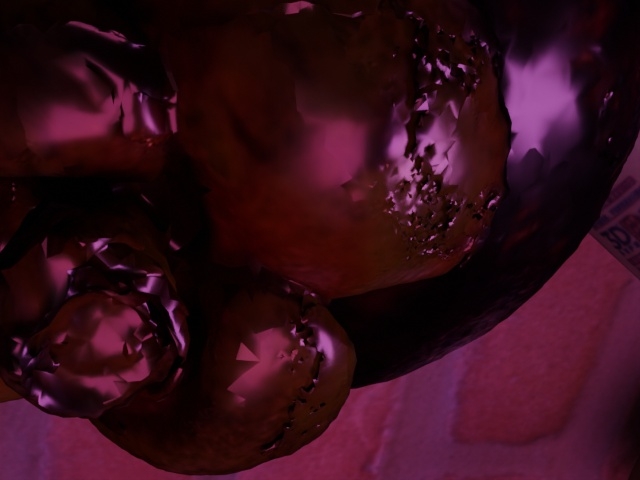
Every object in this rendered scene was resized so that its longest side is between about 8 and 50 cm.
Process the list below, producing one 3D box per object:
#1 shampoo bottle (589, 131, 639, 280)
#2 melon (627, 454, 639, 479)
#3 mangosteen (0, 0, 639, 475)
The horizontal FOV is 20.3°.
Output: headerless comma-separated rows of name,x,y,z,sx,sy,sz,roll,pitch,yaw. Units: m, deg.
shampoo bottle,0.257,0.003,1.077,0.359,0.078,0.134,42,141,-4
melon,0.368,0.174,1.259,0.317,0.223,0.223,-30,129,12
mangosteen,-0.036,-0.079,0.854,0.381,0.421,0.381,20,159,8
